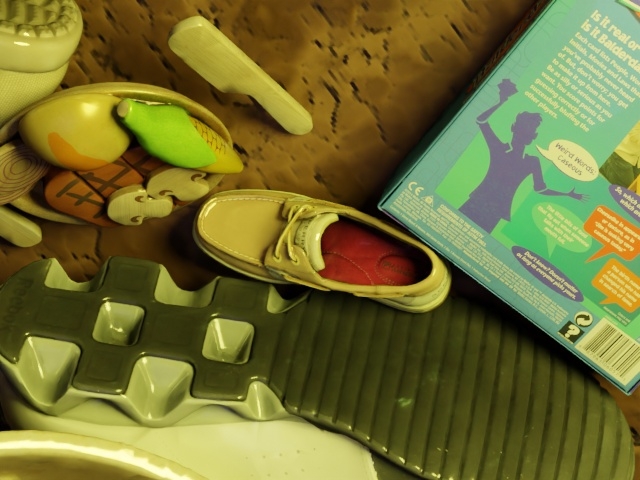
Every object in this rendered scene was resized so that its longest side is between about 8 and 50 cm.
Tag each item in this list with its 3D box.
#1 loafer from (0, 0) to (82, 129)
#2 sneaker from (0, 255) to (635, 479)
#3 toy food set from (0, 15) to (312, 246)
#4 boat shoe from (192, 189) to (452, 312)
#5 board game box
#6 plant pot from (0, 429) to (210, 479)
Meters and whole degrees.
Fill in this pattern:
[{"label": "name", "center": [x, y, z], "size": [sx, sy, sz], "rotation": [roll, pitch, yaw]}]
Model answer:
[{"label": "loafer", "center": [-0.254, -0.104, 0.982], "size": [0.268, 0.102, 0.092], "rotation": [15, 120, 3]}, {"label": "sneaker", "center": [-0.005, 0.104, 1.032], "size": [0.330, 0.122, 0.146], "rotation": [12, 134, 9]}, {"label": "toy food set", "center": [-0.107, -0.035, 0.981], "size": [0.192, 0.039, 0.132], "rotation": [-22, 148, 23]}, {"label": "boat shoe", "center": [0.000, 0.000, 0.994], "size": [0.135, 0.045, 0.050], "rotation": [12, 79, 7]}, {"label": "board game box", "center": [0.153, -0.049, 0.941], "size": [0.160, 0.047, 0.210], "rotation": [37, 119, -6]}, {"label": "plant pot", "center": [-0.179, 0.293, 1.024], "size": [0.334, 0.334, 0.305], "rotation": [38, 153, -7]}]
